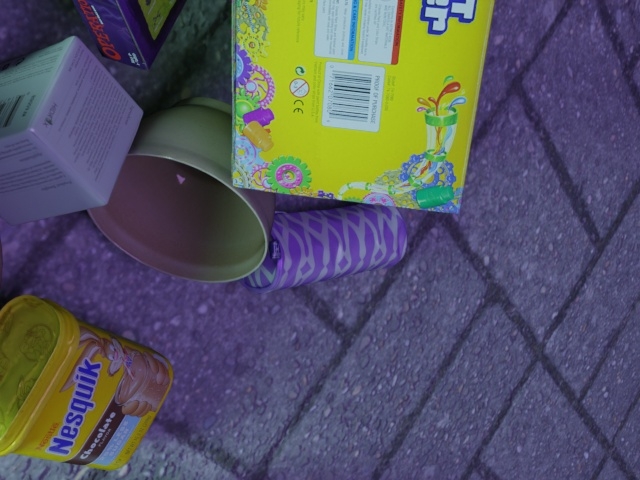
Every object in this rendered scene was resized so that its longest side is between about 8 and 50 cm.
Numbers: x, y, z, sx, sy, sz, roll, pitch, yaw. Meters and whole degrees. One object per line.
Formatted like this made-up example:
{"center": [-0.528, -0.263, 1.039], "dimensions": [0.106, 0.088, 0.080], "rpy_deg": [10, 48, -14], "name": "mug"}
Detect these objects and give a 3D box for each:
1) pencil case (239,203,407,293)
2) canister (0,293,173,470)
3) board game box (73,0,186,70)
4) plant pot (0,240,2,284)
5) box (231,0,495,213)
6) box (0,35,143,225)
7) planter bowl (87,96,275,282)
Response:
{"center": [0.000, 0.000, 0.920], "dimensions": [0.206, 0.086, 0.088], "rpy_deg": [-8, 83, -43], "name": "pencil case"}
{"center": [-0.212, 0.128, 0.743], "dimensions": [0.126, 0.073, 0.170], "rpy_deg": [-61, 150, -7], "name": "canister"}
{"center": [-0.092, -0.321, 0.621], "dimensions": [0.208, 0.056, 0.347], "rpy_deg": [88, 24, -67], "name": "board game box"}
{"center": [-0.325, 0.037, 0.601], "dimensions": [0.237, 0.109, 0.237], "rpy_deg": [-17, 117, -38], "name": "plant pot"}
{"center": [0.045, -0.221, 0.685], "dimensions": [0.279, 0.177, 0.290], "rpy_deg": [-76, 171, -57], "name": "box"}
{"center": [-0.207, -0.080, 0.652], "dimensions": [0.087, 0.101, 0.102], "rpy_deg": [52, 39, -41], "name": "box"}
{"center": [-0.108, -0.054, 0.757], "dimensions": [0.162, 0.162, 0.109], "rpy_deg": [58, 38, -39], "name": "planter bowl"}
